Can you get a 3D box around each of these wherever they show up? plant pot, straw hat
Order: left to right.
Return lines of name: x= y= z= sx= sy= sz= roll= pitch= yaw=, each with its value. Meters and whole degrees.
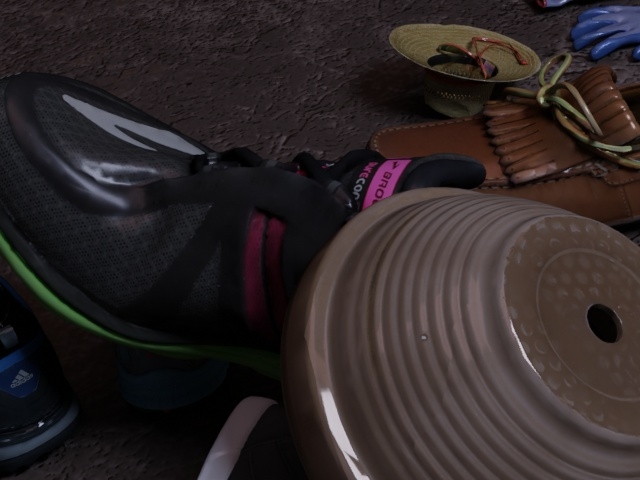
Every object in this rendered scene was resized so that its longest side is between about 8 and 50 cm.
straw hat: x=0.126 y=-0.144 z=1.325 sx=0.144 sy=0.061 sz=0.144 roll=9 pitch=28 yaw=-5
plant pot: x=0.108 y=0.064 z=0.722 sx=0.237 sy=0.110 sz=0.237 roll=17 pitch=54 yaw=-25

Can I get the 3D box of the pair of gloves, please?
pair of gloves: x=0.300 y=-0.237 z=1.456 sx=0.159 sy=0.023 sz=0.198 roll=-15 pitch=38 yaw=-14

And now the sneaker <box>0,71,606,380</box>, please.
sneaker: x=0.000 y=0.000 z=0.923 sx=0.483 sy=0.202 sz=0.185 roll=25 pitch=38 yaw=1

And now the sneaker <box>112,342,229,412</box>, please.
sneaker: x=-0.114 y=0.004 z=1.108 sx=0.104 sy=0.125 sz=0.262 roll=-9 pitch=37 yaw=-5

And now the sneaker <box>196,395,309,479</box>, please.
sneaker: x=0.001 y=0.182 z=0.719 sx=0.147 sy=0.104 sz=0.295 roll=0 pitch=33 yaw=15

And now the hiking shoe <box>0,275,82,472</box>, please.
hiking shoe: x=-0.284 y=0.042 z=1.077 sx=0.304 sy=0.132 sz=0.113 roll=27 pitch=48 yaw=36

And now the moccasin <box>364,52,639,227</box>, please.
moccasin: x=0.224 y=-0.083 z=1.156 sx=0.380 sy=0.147 sz=0.139 roll=-2 pitch=37 yaw=6
